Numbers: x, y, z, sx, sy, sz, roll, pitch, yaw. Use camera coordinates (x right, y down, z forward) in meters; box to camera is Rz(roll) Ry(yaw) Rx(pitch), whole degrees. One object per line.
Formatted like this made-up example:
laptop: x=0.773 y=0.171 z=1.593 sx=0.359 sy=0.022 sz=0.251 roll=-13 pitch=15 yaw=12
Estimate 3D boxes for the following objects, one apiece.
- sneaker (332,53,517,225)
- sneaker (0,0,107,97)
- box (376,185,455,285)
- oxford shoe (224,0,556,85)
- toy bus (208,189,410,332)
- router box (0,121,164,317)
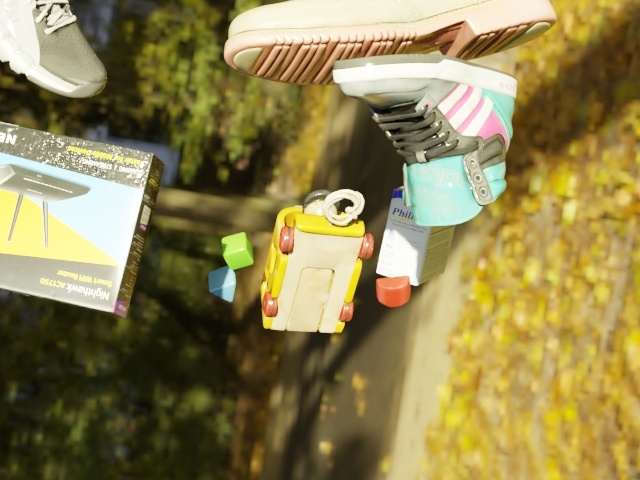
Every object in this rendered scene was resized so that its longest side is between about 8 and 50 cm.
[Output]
sneaker: x=0.116 y=-0.106 z=1.654 sx=0.124 sy=0.295 sz=0.178 roll=0 pitch=87 yaw=40
sneaker: x=-0.266 y=-0.241 z=1.370 sx=0.132 sy=0.228 sz=0.086 roll=-48 pitch=4 yaw=27
box: x=0.151 y=-0.013 z=2.288 sx=0.126 sy=0.072 sz=0.137 roll=-18 pitch=-58 yaw=-66
oxford shoe: x=0.068 y=-0.269 z=1.693 sx=0.140 sy=0.397 sz=0.146 roll=-35 pitch=68 yaw=64
toy bus: x=-0.008 y=0.008 z=1.636 sx=0.191 sy=0.202 sz=0.104 roll=46 pitch=-156 yaw=-39
router box: x=-0.228 y=-0.021 z=1.217 sx=0.046 sy=0.179 sz=0.133 roll=48 pitch=-126 yaw=-76
